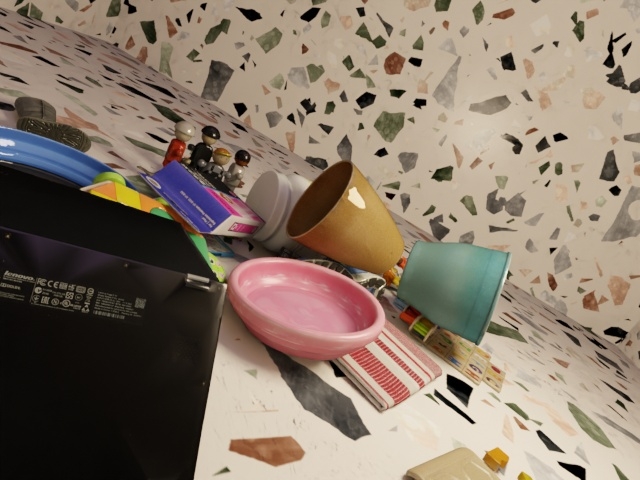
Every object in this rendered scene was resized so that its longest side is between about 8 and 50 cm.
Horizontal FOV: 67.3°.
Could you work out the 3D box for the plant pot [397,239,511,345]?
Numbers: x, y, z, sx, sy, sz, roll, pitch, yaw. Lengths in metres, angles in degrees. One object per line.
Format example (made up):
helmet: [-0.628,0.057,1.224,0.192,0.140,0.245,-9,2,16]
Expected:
plant pot: [0.363,0.120,1.353,0.256,0.271,0.272,20,12,17]

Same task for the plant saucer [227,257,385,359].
plant saucer: [-0.035,0.141,1.003,0.333,0.084,0.332,16,18,-6]

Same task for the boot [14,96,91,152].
boot: [-0.728,-0.316,1.306,0.190,0.076,0.208,22,11,-36]

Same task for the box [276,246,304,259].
box: [-0.082,0.064,1.292,0.083,0.067,0.018,28,-29,-7]

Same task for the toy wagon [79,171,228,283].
toy wagon: [-0.288,0.020,0.883,0.344,0.068,0.267,28,31,-48]

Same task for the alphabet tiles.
alphabet tiles: [0.405,0.323,1.467,0.343,0.011,0.285,36,16,20]

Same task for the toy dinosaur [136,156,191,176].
toy dinosaur: [-0.444,-0.208,1.494,0.118,0.064,0.268,29,20,6]

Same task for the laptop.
laptop: [-0.343,0.080,0.588,0.382,0.407,0.236,19,-24,-33]

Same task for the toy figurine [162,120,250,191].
toy figurine: [-0.322,-0.242,1.395,0.210,0.148,0.213,32,14,15]

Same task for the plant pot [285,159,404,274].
plant pot: [0.083,-0.030,1.210,0.254,0.237,0.237,39,11,-24]

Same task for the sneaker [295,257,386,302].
sneaker: [0.024,0.109,1.286,0.330,0.129,0.147,19,5,-45]

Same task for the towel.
towel: [0.134,0.265,1.114,0.237,0.037,0.329,41,20,26]

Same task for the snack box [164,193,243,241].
snack box: [-0.316,-0.092,1.333,0.207,0.070,0.174,18,21,-33]

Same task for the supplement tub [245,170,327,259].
supplement tub: [-0.041,-0.056,1.415,0.325,0.235,0.235,20,19,-33]

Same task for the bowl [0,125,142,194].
bowl: [-0.543,-0.102,0.941,0.392,0.077,0.391,28,16,-9]

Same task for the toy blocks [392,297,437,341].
toy blocks: [0.266,0.223,1.408,0.148,0.054,0.123,36,16,20]

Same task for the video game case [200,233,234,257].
video game case: [-0.304,-0.001,1.175,0.119,0.015,0.166,40,18,31]

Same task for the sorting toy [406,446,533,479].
sorting toy: [0.304,0.456,0.832,0.307,0.041,0.229,12,19,-49]

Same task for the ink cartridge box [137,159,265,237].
ink cartridge box: [-0.248,-0.087,1.091,0.176,0.069,0.371,43,7,6]

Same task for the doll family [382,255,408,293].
doll family: [0.292,0.158,1.627,0.262,0.118,0.163,54,14,26]
